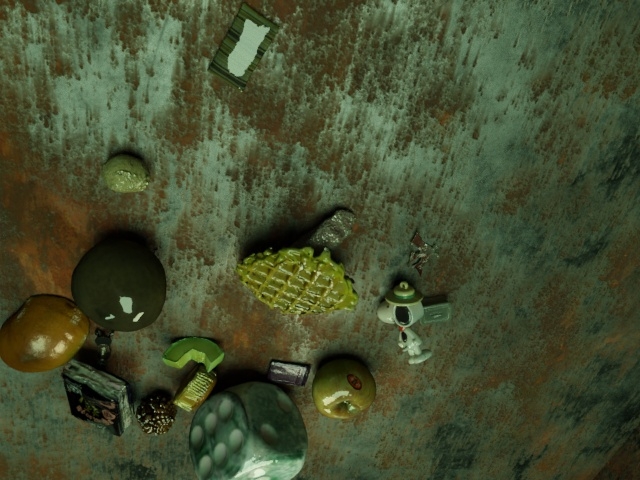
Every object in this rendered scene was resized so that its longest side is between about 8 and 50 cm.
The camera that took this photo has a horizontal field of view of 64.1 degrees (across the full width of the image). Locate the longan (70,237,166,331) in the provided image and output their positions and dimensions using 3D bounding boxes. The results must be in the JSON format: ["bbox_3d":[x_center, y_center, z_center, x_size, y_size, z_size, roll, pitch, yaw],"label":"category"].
[{"bbox_3d":[-0.617,0.143,1.593,0.297,0.297,0.297,-3,124,-4],"label":"longan"}]

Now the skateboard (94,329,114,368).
[{"bbox_3d":[-0.790,0.399,1.862,0.067,0.080,0.151,4,125,-16],"label":"skateboard"}]

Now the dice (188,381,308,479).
[{"bbox_3d":[-0.276,0.764,1.960,0.328,0.330,0.348,-43,137,19],"label":"dice"}]

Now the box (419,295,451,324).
[{"bbox_3d":[0.423,0.257,1.907,0.122,0.062,0.089,-9,124,1],"label":"box"}]

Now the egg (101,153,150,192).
[{"bbox_3d":[-0.563,-0.190,1.475,0.140,0.116,0.118,13,148,-10],"label":"egg"}]

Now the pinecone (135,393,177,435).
[{"bbox_3d":[-0.655,0.690,2.033,0.173,0.174,0.174,-3,124,-4],"label":"pinecone"}]

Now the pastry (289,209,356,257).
[{"bbox_3d":[0.002,0.005,1.667,0.103,0.112,0.265,40,111,-19],"label":"pastry"}]

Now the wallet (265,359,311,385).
[{"bbox_3d":[-0.129,0.535,2.051,0.165,0.030,0.111,10,123,-12],"label":"wallet"}]

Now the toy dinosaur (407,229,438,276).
[{"bbox_3d":[0.354,0.049,1.781,0.108,0.032,0.220,-13,126,0],"label":"toy dinosaur"}]

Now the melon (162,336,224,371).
[{"bbox_3d":[-0.465,0.424,1.896,0.209,0.118,0.064,12,136,0],"label":"melon"}]

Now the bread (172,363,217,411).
[{"bbox_3d":[-0.479,0.572,1.972,0.114,0.132,0.190,33,117,-8],"label":"bread"}]

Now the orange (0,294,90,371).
[{"bbox_3d":[-0.972,0.333,1.796,0.310,0.274,0.274,-48,121,-12],"label":"orange"}]

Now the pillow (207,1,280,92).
[{"bbox_3d":[-0.205,-0.506,1.350,0.113,0.038,0.203,29,115,-19],"label":"pillow"}]

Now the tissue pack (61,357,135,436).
[{"bbox_3d":[-0.828,0.585,1.908,0.245,0.123,0.332,23,135,6],"label":"tissue pack"}]

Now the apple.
[{"bbox_3d":[0.088,0.583,2.009,0.260,0.194,0.261,-4,126,-5],"label":"apple"}]

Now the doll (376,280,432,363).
[{"bbox_3d":[0.324,0.294,1.833,0.144,0.271,0.208,-25,164,-40],"label":"doll"}]

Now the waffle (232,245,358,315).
[{"bbox_3d":[-0.079,0.142,1.680,0.379,0.095,0.382,-9,141,28],"label":"waffle"}]
